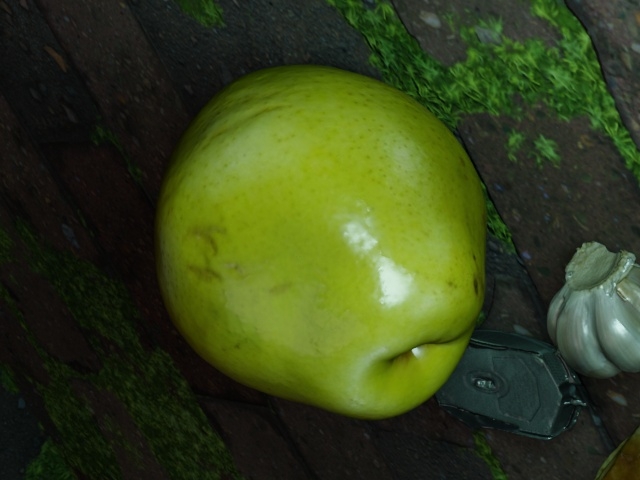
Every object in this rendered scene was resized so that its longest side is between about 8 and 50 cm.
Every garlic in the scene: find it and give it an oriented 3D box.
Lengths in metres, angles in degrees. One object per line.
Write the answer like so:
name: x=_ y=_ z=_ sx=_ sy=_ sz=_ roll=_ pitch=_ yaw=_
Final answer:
garlic: x=0.317 y=0.100 z=1.739 sx=0.131 sy=0.127 sz=0.194 roll=7 pitch=150 yaw=47

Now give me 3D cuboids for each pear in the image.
pear: x=0.000 y=0.000 z=1.789 sx=0.418 sy=0.362 sz=0.362 roll=48 pitch=156 yaw=35

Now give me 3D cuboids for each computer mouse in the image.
computer mouse: x=0.222 y=0.160 z=1.985 sx=0.231 sy=0.071 sz=0.126 roll=6 pitch=116 yaw=39

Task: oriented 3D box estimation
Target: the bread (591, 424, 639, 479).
bread: x=0.385 y=0.377 z=1.820 sx=0.277 sy=0.324 sz=0.167 roll=35 pitch=-177 yaw=37
